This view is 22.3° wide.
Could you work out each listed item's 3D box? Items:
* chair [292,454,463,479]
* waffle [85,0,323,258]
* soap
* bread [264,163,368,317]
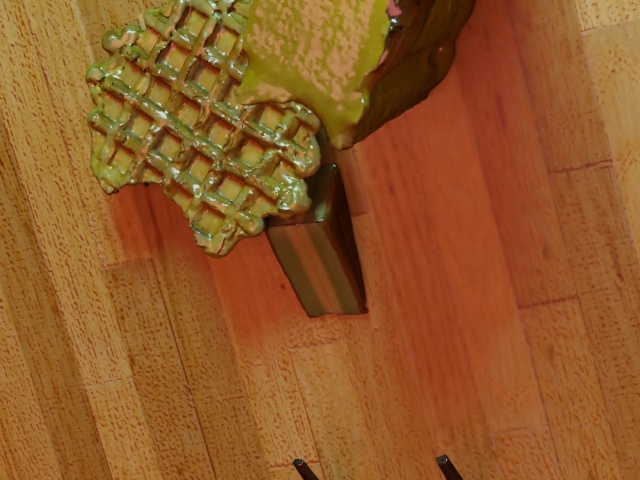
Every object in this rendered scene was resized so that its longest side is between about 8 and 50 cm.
[{"bbox_3d":[0.078,0.341,1.639,0.188,0.166,0.272,-3,145,19],"label":"chair"},{"bbox_3d":[-0.120,-0.119,1.605,0.291,0.051,0.291,0,89,25],"label":"waffle"},{"bbox_3d":[0.061,-0.233,1.417,0.143,0.281,0.259,26,110,14],"label":"soap"},{"bbox_3d":[0.002,0.004,1.647,0.074,0.084,0.139,-9,132,21],"label":"bread"}]
